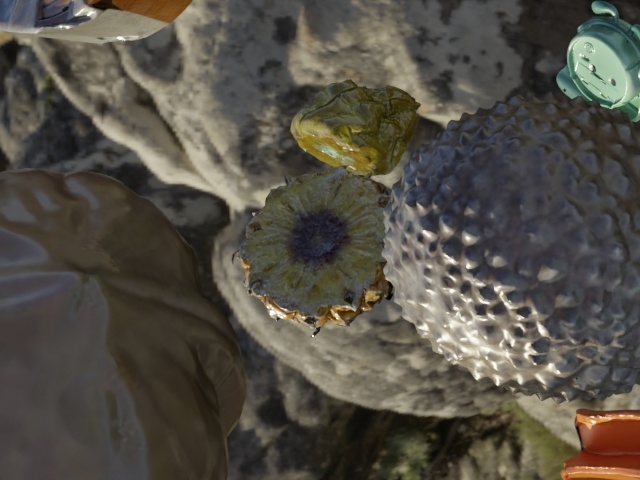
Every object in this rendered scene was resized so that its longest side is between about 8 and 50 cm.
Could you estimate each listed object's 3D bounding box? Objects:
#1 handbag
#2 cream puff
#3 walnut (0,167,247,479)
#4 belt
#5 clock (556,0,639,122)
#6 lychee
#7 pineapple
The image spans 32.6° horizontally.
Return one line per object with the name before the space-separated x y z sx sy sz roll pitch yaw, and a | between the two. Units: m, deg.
handbag | 0.576 0.335 1.568 0.410 0.304 0.116 -14 54 59
cream puff | 0.046 -0.150 1.366 0.146 0.146 0.116 19 77 37
walnut | -0.157 0.096 0.599 0.227 0.273 0.273 18 108 -5
belt | -0.192 -0.242 0.821 0.261 0.105 0.184 31 114 37
clock | 0.434 -0.268 1.654 0.148 0.060 0.188 45 156 29
lychee | 0.198 0.013 0.993 0.300 0.300 0.299 2 93 39
pineapple | 0.000 0.000 1.203 0.221 0.047 0.221 -9 59 15
